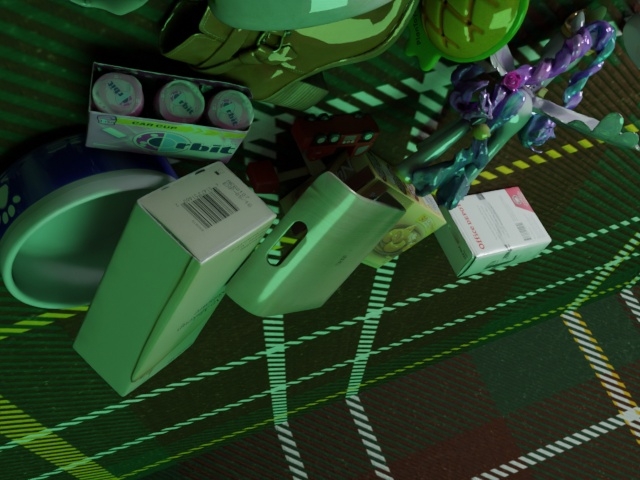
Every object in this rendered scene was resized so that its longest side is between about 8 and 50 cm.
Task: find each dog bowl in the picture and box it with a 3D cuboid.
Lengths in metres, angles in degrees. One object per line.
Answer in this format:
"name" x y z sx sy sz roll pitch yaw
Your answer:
"dog bowl" -0.312 -0.023 0.888 0.264 0.104 0.265 -27 156 -13

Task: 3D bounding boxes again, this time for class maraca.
"maraca" 0.159 -0.265 0.739 0.099 0.127 0.185 -10 -178 -36

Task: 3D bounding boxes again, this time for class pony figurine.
"pony figurine" 0.280 -0.205 0.959 0.363 0.303 0.351 -44 180 28

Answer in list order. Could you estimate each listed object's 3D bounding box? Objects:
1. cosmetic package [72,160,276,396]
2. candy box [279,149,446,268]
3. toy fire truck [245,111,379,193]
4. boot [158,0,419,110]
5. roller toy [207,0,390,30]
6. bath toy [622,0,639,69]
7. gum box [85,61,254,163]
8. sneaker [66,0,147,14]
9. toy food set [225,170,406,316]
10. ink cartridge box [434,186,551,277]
"cosmetic package" -0.202 0.056 0.858 0.160 0.113 0.309 -38 167 -50
"candy box" 0.091 -0.053 1.223 0.183 0.088 0.316 -36 150 20
"toy fire truck" -0.012 -0.139 1.028 0.192 0.047 0.135 -9 150 -29
"boot" -0.031 -0.273 0.729 0.220 0.109 0.283 12 144 -44
"roller toy" -0.017 -0.279 0.552 0.209 0.191 0.146 -48 138 -42
"bath toy" 0.556 -0.372 0.940 0.129 0.151 0.348 -21 159 4
"gum box" -0.180 -0.147 0.774 0.188 0.062 0.107 4 166 -22
"sneaker" -0.154 -0.289 0.509 0.086 0.163 0.226 9 137 -45
"toy food set" 0.000 0.000 0.974 0.220 0.092 0.306 -48 163 14
"ink cartridge box" 0.375 -0.021 1.439 0.217 0.159 0.092 -10 151 -26
